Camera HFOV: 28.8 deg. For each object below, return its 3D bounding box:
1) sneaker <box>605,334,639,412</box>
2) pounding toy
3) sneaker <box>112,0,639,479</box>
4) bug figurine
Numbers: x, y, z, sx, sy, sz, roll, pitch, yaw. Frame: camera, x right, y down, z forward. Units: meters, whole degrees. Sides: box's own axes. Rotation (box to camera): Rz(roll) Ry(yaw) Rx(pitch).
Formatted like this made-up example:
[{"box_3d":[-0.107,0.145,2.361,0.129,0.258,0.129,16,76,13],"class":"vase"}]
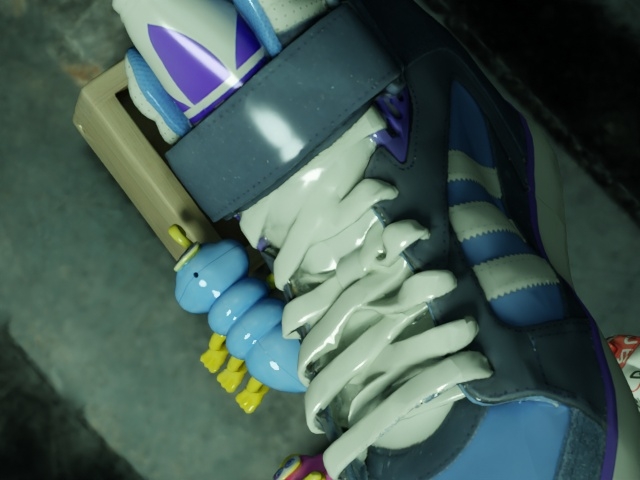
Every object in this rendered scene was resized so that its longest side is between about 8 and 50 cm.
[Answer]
[{"box_3d":[0.113,0.125,0.675,0.270,0.090,0.145,5,60,7],"class":"sneaker"},{"box_3d":[-0.003,-0.042,0.698,0.181,0.094,0.206,-38,94,-16],"class":"pounding toy"},{"box_3d":[0.000,-0.001,0.502,0.236,0.130,0.323,34,36,-27],"class":"sneaker"},{"box_3d":[-0.064,0.139,0.602,0.216,0.072,0.279,44,99,14],"class":"bug figurine"}]
